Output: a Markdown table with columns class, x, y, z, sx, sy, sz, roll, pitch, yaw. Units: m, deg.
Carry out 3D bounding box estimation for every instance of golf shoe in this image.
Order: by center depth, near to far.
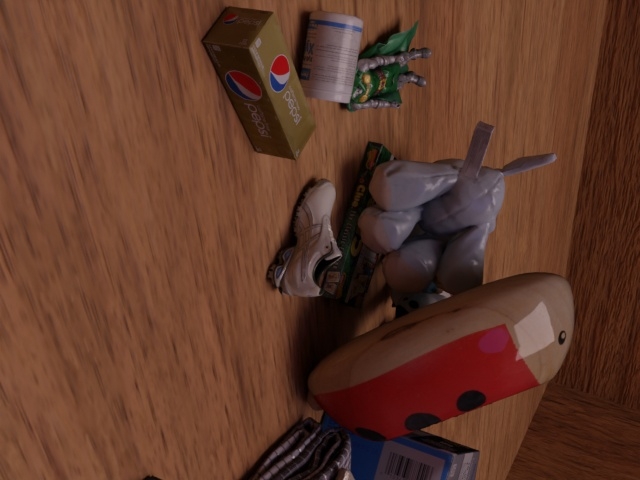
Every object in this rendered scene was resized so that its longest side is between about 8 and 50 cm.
| class | x | y | z | sx | sy | sz | roll | pitch | yaw |
| --- | --- | --- | --- | --- | --- | --- | --- | --- | --- |
| golf shoe | 0.000 | 0.000 | 1.043 | 0.069 | 0.086 | 0.176 | 43 | 64 | -59 |

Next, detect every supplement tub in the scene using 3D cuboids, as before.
| class | x | y | z | sx | sy | sz | roll | pitch | yaw |
| --- | --- | --- | --- | --- | --- | --- | --- | --- | --- |
| supplement tub | 0.013 | -0.233 | 0.956 | 0.071 | 0.071 | 0.107 | -12 | 114 | -61 |

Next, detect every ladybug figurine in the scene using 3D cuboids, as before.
| class | x | y | z | sx | sy | sz | roll | pitch | yaw |
| --- | --- | --- | --- | --- | --- | --- | --- | --- | --- |
| ladybug figurine | 0.188 | 0.193 | 1.163 | 0.305 | 0.449 | 0.162 | 17 | 50 | -66 |

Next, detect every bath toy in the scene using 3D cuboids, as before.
| class | x | y | z | sx | sy | sz | roll | pitch | yaw |
| --- | --- | --- | --- | --- | --- | --- | --- | --- | --- |
| bath toy | 0.166 | 0.188 | 1.425 | 0.151 | 0.129 | 0.348 | -46 | 143 | -60 |

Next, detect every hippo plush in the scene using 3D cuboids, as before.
| class | x | y | z | sx | sy | sz | roll | pitch | yaw |
| --- | --- | --- | --- | --- | --- | --- | --- | --- | --- |
| hippo plush | 0.182 | -0.071 | 1.226 | 0.236 | 0.234 | 0.294 | -92 | -154 | -74 |

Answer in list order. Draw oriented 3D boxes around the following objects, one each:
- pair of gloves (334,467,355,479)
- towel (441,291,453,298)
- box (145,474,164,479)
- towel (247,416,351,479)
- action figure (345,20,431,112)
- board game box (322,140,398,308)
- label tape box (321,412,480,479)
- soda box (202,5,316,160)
| class | x | y | z | sx | sy | sz | roll | pitch | yaw |
| --- | --- | --- | --- | --- | --- | --- | --- | --- | --- |
| pair of gloves | 0.026 | 0.484 | 1.141 | 0.204 | 0.042 | 0.240 | -57 | 146 | -35 |
| towel | 0.249 | 0.127 | 1.657 | 0.329 | 0.037 | 0.237 | -61 | 149 | -29 |
| box | -0.242 | 0.396 | 0.815 | 0.233 | 0.059 | 0.183 | -25 | 125 | -57 |
| towel | -0.048 | 0.448 | 1.152 | 0.284 | 0.121 | 0.235 | -37 | 135 | -51 |
| action figure | 0.092 | -0.243 | 1.123 | 0.232 | 0.063 | 0.137 | -33 | 135 | -49 |
| board game box | 0.074 | -0.020 | 1.241 | 0.136 | 0.030 | 0.259 | 27 | 80 | -61 |
| label tape box | 0.161 | 0.403 | 1.403 | 0.334 | 0.241 | 0.106 | 30 | 75 | -64 |
| soda box | -0.063 | -0.173 | 0.849 | 0.058 | 0.061 | 0.181 | -62 | 151 | -25 |
